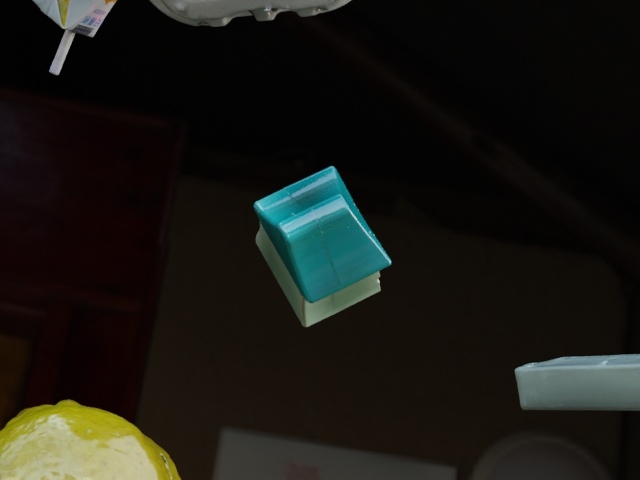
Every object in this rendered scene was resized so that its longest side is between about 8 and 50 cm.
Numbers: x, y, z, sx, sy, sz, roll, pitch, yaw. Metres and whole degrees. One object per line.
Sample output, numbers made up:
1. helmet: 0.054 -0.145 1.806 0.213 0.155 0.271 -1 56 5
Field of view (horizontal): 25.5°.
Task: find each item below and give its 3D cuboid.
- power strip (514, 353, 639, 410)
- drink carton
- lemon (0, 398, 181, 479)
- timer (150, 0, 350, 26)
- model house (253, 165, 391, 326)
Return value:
1. power strip: 0.385 0.162 1.618 0.091 0.062 0.385 -9 0 -36
2. drink carton: -0.266 -0.285 1.595 0.074 0.200 0.084 43 14 15
3. lemon: -0.216 0.258 1.247 0.204 0.260 0.204 -22 -29 -13
4. timer: -0.077 -0.324 1.417 0.262 0.087 0.237 -5 -48 13
5. model house: 0.000 0.000 1.468 0.100 0.127 0.149 -27 -19 -11
